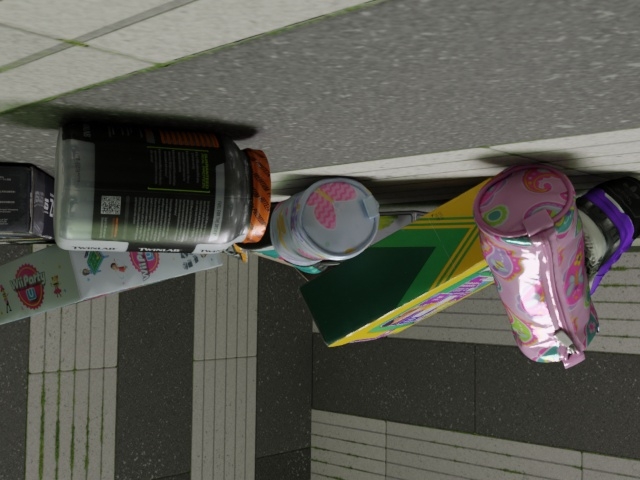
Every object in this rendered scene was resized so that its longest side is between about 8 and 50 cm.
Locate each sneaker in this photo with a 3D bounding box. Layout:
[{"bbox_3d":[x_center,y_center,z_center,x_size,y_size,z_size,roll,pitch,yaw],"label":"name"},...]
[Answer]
[{"bbox_3d":[0.390,-0.003,1.117,0.146,0.102,0.293,-38,162,-6],"label":"sneaker"},{"bbox_3d":[0.000,0.000,1.443,0.295,0.124,0.178,8,177,40],"label":"sneaker"},{"bbox_3d":[-0.229,0.006,2.109,0.083,0.084,0.215,4,168,2],"label":"sneaker"}]

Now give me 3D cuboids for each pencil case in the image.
[{"bbox_3d":[0.271,0.038,0.980,0.124,0.124,0.284,-1,139,26],"label":"pencil case"},{"bbox_3d":[0.000,-0.023,1.178,0.124,0.114,0.273,-4,178,-11],"label":"pencil case"}]

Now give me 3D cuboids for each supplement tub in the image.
[{"bbox_3d":[-0.149,-0.046,0.749,0.190,0.117,0.117,3,176,-20],"label":"supplement tub"}]

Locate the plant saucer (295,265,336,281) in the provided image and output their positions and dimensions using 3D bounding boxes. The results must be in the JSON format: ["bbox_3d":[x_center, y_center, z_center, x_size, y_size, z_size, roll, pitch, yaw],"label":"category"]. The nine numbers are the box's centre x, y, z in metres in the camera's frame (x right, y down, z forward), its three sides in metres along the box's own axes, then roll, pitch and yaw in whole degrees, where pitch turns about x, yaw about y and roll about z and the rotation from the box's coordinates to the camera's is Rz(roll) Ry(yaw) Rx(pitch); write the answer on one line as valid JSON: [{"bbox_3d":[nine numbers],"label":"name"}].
[{"bbox_3d":[0.056,0.045,1.664,0.310,0.050,0.311,31,-159,-13],"label":"plant saucer"}]

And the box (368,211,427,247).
[{"bbox_3d":[0.201,-0.005,1.683,0.169,0.087,0.290,-1,177,38],"label":"box"}]

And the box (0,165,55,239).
[{"bbox_3d":[-0.563,-0.043,1.102,0.394,0.097,0.318,1,179,-7],"label":"box"}]

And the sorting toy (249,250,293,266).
[{"bbox_3d":[-0.090,0.001,1.686,0.347,0.047,0.196,19,-167,-31],"label":"sorting toy"}]

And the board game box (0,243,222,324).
[{"bbox_3d":[-0.346,0.042,1.300,0.224,0.098,0.303,-15,179,36],"label":"board game box"}]

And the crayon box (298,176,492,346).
[{"bbox_3d":[0.180,0.041,1.244,0.313,0.106,0.363,-31,167,17],"label":"crayon box"}]
